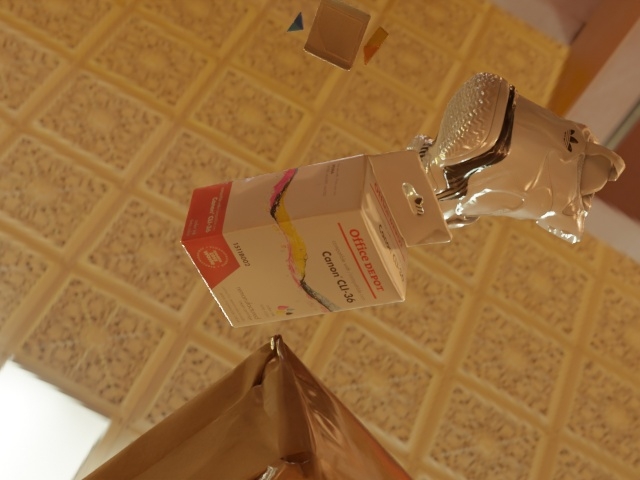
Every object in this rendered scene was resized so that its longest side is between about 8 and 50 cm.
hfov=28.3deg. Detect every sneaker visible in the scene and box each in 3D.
[{"bbox_3d":[0.213,-0.060,1.563,0.210,0.366,0.137,22,-116,-8],"label":"sneaker"}]

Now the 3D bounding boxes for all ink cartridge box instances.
[{"bbox_3d":[0.000,0.000,1.051,0.198,0.115,0.067,-11,-137,19],"label":"ink cartridge box"}]

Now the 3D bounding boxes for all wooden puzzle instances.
[{"bbox_3d":[0.021,-0.249,1.525,0.116,0.078,0.014,34,-159,14],"label":"wooden puzzle"}]

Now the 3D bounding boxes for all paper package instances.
[{"bbox_3d":[-0.046,0.291,0.957,0.325,0.309,0.168,48,-167,-27],"label":"paper package"}]
